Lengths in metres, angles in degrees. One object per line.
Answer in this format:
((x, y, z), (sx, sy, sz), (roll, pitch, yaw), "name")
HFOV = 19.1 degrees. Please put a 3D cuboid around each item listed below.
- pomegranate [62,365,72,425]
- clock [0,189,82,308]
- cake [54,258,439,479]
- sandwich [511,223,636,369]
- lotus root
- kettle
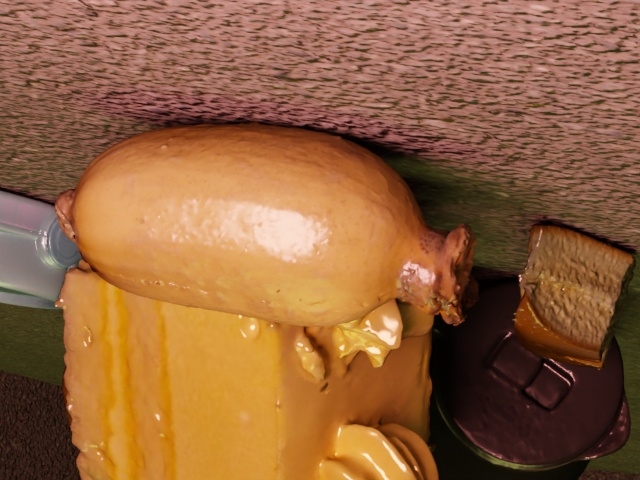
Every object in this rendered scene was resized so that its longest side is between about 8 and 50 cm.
((-0.169, 0.174, 2.271), (0.252, 0.229, 0.270), (7, 176, 22), "pomegranate")
((-0.329, 0.007, 1.853), (0.274, 0.094, 0.223), (16, 170, -23), "clock")
((-0.025, 0.107, 1.479), (0.286, 0.227, 0.222), (11, -156, 30), "cake")
((0.205, 0.052, 1.553), (0.088, 0.090, 0.244), (12, 171, 8), "sandwich")
((-0.040, -0.015, 1.306), (0.303, 0.130, 0.146), (8, -166, 14), "lotus root")
((0.175, 0.124, 1.858), (0.203, 0.262, 0.308), (-25, 168, -4), "kettle")
